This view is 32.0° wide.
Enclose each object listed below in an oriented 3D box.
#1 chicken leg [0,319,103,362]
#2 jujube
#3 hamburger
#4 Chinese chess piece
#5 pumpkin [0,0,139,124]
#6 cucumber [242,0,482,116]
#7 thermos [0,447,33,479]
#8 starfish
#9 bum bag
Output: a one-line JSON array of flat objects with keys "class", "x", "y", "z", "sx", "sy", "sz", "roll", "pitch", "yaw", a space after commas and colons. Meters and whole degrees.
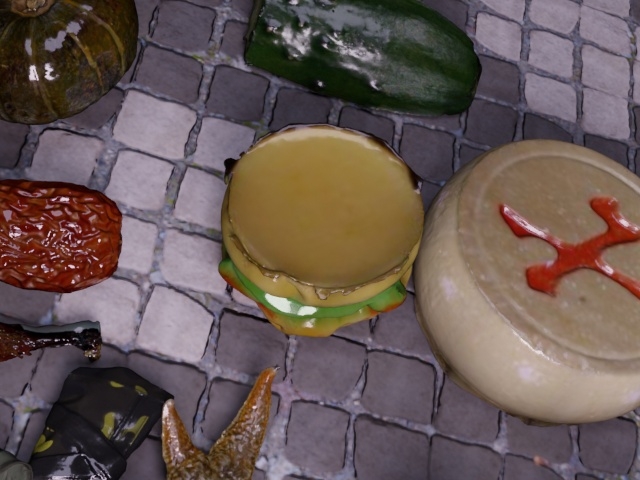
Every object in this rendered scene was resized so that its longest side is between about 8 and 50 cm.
[{"class": "chicken leg", "x": -0.338, "y": 0.079, "z": 1.089, "sx": 0.253, "sy": 0.051, "sz": 0.106, "roll": 22, "pitch": 49, "yaw": -9}, {"class": "jujube", "x": -0.290, "y": -0.007, "z": 1.131, "sx": 0.176, "sy": 0.109, "sz": 0.112, "roll": 6, "pitch": 20, "yaw": -7}, {"class": "hamburger", "x": 0.000, "y": 0.000, "z": 1.199, "sx": 0.237, "sy": 0.149, "sz": 0.237, "roll": 4, "pitch": 57, "yaw": -6}, {"class": "Chinese chess piece", "x": 0.269, "y": 0.044, "z": 1.270, "sx": 0.338, "sy": 0.140, "sz": 0.338, "roll": 9, "pitch": 57, "yaw": -14}, {"class": "pumpkin", "x": -0.305, "y": -0.223, "z": 1.238, "sx": 0.219, "sy": 0.162, "sz": 0.219, "roll": -6, "pitch": 53, "yaw": 7}, {"class": "cucumber", "x": 0.065, "y": -0.251, "z": 1.415, "sx": 0.325, "sy": 0.105, "sz": 0.145, "roll": 19, "pitch": 54, "yaw": -10}, {"class": "thermos", "x": -0.345, "y": 0.177, "z": 0.984, "sx": 0.188, "sy": 0.073, "sz": 0.083, "roll": 28, "pitch": 92, "yaw": 22}, {"class": "starfish", "x": -0.071, "y": 0.254, "z": 1.072, "sx": 0.138, "sy": 0.050, "sz": 0.247, "roll": -11, "pitch": 76, "yaw": -25}, {"class": "bum bag", "x": -0.228, "y": 0.213, "z": 1.034, "sx": 0.107, "sy": 0.060, "sz": 0.232, "roll": 23, "pitch": 52, "yaw": 7}]
